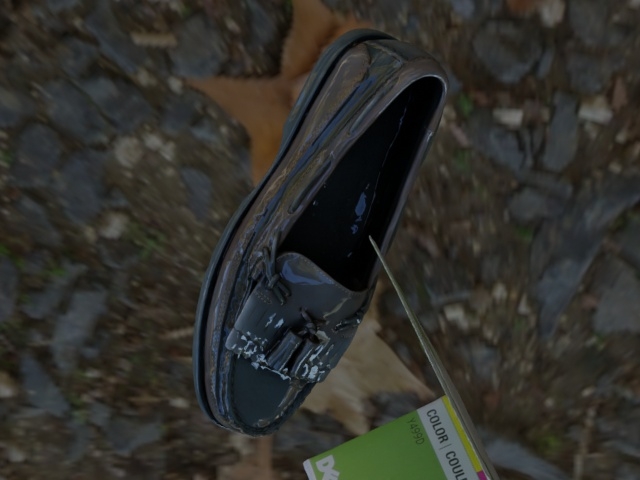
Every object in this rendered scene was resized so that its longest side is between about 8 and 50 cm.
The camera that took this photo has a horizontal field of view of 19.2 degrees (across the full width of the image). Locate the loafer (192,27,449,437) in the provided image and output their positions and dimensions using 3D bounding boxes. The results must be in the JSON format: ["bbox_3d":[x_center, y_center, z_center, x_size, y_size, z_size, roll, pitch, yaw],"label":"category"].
[{"bbox_3d":[0.000,0.000,1.154,0.096,0.084,0.267,20,93,-32],"label":"loafer"}]

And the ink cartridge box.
[{"bbox_3d":[0.054,0.152,0.949,0.097,0.255,0.189,-26,40,2],"label":"ink cartridge box"}]
